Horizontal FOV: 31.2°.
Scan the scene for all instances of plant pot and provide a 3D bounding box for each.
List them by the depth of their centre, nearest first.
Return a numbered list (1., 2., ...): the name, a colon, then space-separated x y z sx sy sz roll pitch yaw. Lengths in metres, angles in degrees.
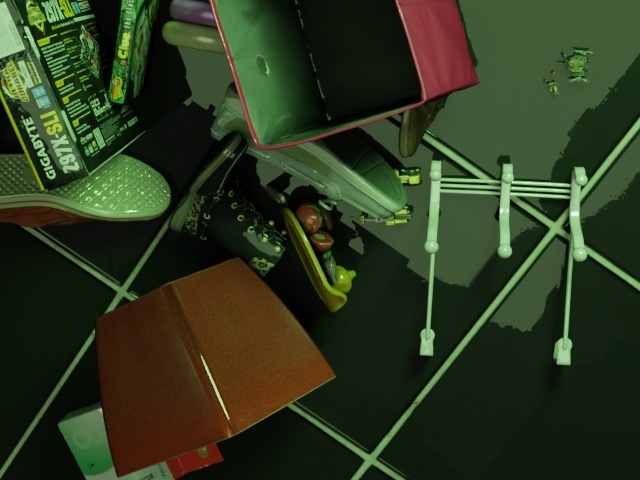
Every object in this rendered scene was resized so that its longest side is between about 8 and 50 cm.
1. plant pot: -0.187 0.177 1.743 0.267 0.267 0.235 -26 87 37

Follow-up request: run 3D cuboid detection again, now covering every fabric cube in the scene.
1. fabric cube: 0.037 -0.286 1.553 0.254 0.258 0.259 -13 97 25

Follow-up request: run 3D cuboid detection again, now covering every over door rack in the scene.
1. over door rack: 0.277 0.046 1.746 0.239 0.108 0.324 3 107 7

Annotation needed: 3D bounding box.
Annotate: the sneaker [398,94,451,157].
1. sneaker: 0.161 -0.210 1.704 0.071 0.066 0.188 10 108 3

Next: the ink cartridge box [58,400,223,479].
1. ink cartridge box: -0.303 0.342 1.932 0.225 0.056 0.181 -20 103 14

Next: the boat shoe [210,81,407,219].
1. boat shoe: -0.017 -0.123 1.728 0.320 0.118 0.103 31 118 3

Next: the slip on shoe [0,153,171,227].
1. slip on shoe: -0.400 -0.074 1.800 0.331 0.123 0.101 1 151 -3

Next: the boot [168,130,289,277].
1. boot: -0.116 -0.051 1.746 0.178 0.085 0.236 33 137 -7

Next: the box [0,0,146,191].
1. box: -0.364 -0.231 1.626 0.079 0.322 0.257 -21 104 11

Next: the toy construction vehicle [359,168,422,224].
1. toy construction vehicle: 0.108 -0.066 1.769 0.098 0.035 0.086 -1 106 7

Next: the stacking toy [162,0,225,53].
1. stacking toy: -0.138 -0.439 1.650 0.141 0.141 0.330 10 100 4

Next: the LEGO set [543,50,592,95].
1. LEGO set: 0.370 -0.253 1.693 0.083 0.023 0.054 -22 101 26

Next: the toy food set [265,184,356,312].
1. toy food set: 0.000 0.000 1.764 0.071 0.128 0.218 -26 98 -8

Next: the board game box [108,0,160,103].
1. board game box: -0.264 -0.339 1.680 0.030 0.136 0.259 13 107 5
